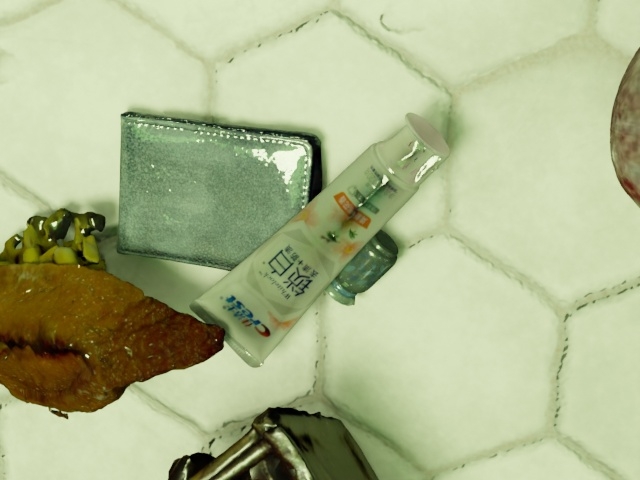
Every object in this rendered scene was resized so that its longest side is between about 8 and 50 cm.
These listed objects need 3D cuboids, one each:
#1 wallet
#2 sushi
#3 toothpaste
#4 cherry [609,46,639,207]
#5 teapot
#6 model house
[{"bbox_3d":[-0.108,-0.046,1.561,0.222,0.036,0.167,8,112,12],"label":"wallet"},{"bbox_3d":[-0.263,0.082,1.579,0.296,0.179,0.167,-3,135,41],"label":"sushi"},{"bbox_3d":[0.000,0.000,1.506,0.100,0.066,0.323,43,114,-4],"label":"toothpaste"},{"bbox_3d":[0.385,-0.117,1.328,0.230,0.203,0.300,23,105,12],"label":"cherry"},{"bbox_3d":[0.035,0.023,1.540,0.063,0.049,0.083,36,114,-20],"label":"teapot"},{"bbox_3d":[-0.063,0.356,1.550,0.283,0.317,0.297,-29,76,11],"label":"model house"}]
